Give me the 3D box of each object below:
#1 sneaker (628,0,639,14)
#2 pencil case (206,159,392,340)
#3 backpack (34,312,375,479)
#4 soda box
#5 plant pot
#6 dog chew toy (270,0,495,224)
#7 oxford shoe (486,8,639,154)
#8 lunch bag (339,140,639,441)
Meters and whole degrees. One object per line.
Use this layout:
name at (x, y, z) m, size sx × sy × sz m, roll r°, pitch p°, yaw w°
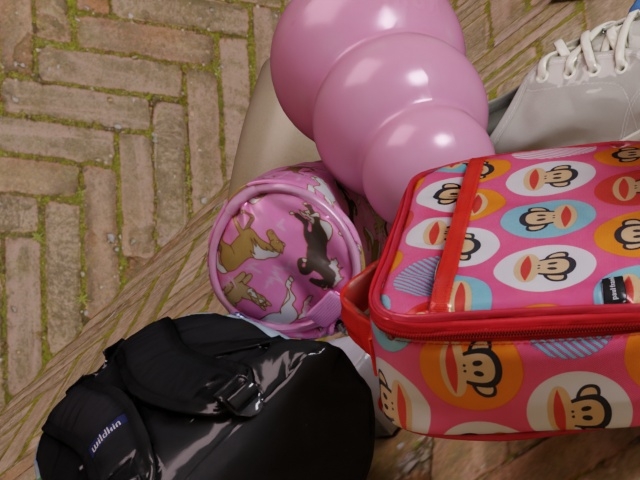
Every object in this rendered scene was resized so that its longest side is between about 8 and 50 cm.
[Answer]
sneaker at (0.412, -0.315, 1.562) m, size 0.209 × 0.082 × 0.069 m, roll -36°, pitch 15°, yaw 31°
pencil case at (0.000, 0.000, 1.528) m, size 0.386 × 0.160 × 0.167 m, roll -36°, pitch -47°, yaw -77°
backpack at (-0.117, 0.194, 1.259) m, size 0.290 × 0.273 × 0.355 m, roll -47°, pitch 34°, yaw -13°
soda box at (0.013, 0.142, 1.366) m, size 0.069 × 0.074 × 0.216 m, roll -48°, pitch 13°, yaw -26°
plant pot at (-0.019, -0.068, 1.893) m, size 0.256 × 0.256 × 0.274 m, roll -21°, pitch 40°, yaw 60°
dog chew toy at (0.073, -0.135, 1.430) m, size 0.207 × 0.207 × 0.331 m, roll -39°, pitch 43°, yaw 14°
oxford shoe at (0.293, -0.157, 1.421) m, size 0.449 × 0.130 × 0.169 m, roll -30°, pitch 15°, yaw 39°
lunch bag at (0.142, 0.030, 1.011) m, size 0.258 × 0.120 × 0.293 m, roll -5°, pitch 23°, yaw 13°
